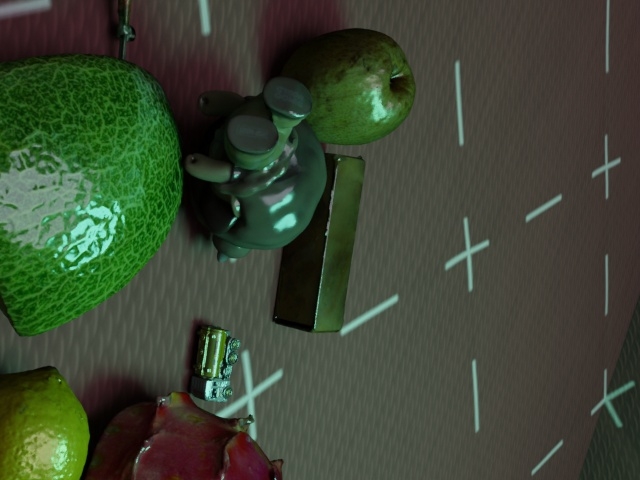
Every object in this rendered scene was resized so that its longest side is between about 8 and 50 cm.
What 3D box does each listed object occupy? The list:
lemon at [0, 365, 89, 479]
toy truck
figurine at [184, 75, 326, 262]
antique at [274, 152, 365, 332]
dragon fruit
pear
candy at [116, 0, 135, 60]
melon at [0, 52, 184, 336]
[{"bbox_3d":[-0.384,0.262,1.320,0.180,0.180,0.193,-9,129,-50],"label":"lemon"},{"bbox_3d":[-0.173,0.196,1.665,0.063,0.052,0.123,7,92,-48],"label":"toy truck"},{"bbox_3d":[-0.087,-0.115,1.494,0.380,0.203,0.248,110,-6,-74],"label":"figurine"},{"bbox_3d":[0.000,0.000,1.798,0.087,0.093,0.310,3,97,-52],"label":"antique"},{"bbox_3d":[-0.169,0.405,1.505,0.371,0.249,0.386,63,29,-45],"label":"dragon fruit"},{"bbox_3d":[0.054,-0.252,1.707,0.228,0.211,0.188,-22,114,-48],"label":"pear"},{"bbox_3d":[-0.266,-0.286,1.418,0.078,0.084,0.288,-18,120,-53],"label":"candy"},{"bbox_3d":[-0.313,-0.094,1.314,0.343,0.226,0.331,-34,108,-26],"label":"melon"}]
